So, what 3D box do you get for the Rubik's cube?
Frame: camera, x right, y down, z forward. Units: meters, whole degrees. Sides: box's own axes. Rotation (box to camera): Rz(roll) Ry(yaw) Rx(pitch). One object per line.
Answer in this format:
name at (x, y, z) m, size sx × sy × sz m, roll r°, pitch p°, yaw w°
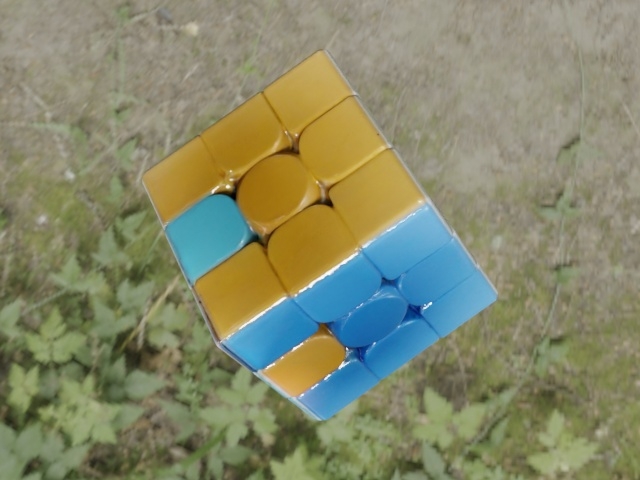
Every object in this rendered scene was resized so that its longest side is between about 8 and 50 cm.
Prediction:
Rubik's cube at (0.000, 0.000, 1.575) m, size 0.292 × 0.291 × 0.290 m, roll -35°, pitch 145°, yaw 6°
